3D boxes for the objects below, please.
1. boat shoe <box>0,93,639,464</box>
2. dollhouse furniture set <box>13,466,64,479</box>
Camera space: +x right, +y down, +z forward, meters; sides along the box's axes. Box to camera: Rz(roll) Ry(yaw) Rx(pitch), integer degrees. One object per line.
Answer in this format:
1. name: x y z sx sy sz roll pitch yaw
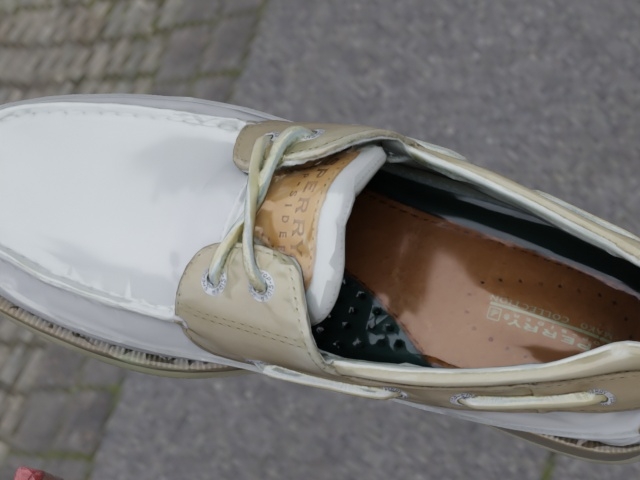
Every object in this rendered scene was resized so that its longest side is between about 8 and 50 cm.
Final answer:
1. boat shoe: 0.000 0.000 0.715 0.302 0.103 0.113 12 73 5
2. dollhouse furniture set: -0.102 0.311 0.929 0.201 0.152 0.374 18 76 6
